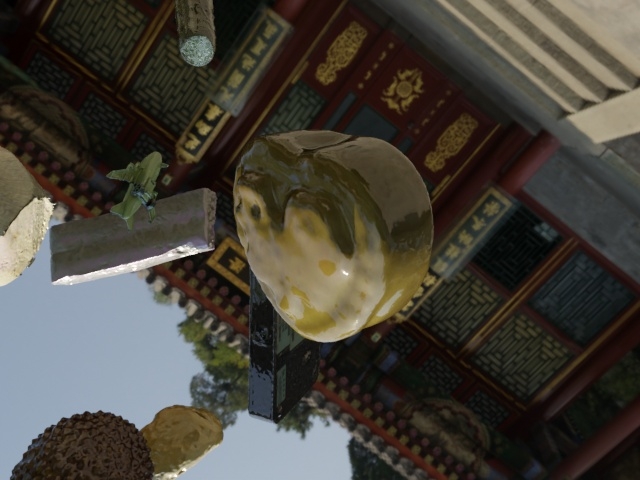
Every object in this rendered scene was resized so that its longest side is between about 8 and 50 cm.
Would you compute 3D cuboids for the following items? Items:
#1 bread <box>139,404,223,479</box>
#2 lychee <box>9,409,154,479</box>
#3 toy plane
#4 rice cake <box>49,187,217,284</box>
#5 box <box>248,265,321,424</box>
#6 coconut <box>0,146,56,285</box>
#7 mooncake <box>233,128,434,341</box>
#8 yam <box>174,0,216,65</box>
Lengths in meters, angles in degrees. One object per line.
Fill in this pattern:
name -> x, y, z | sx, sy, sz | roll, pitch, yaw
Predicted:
bread -> -0.330, 0.437, 1.174 | 0.134, 0.244, 0.244 | 54, -162, 5
lychee -> -0.314, 0.322, 0.751 | 0.188, 0.188, 0.188 | 36, -164, -12
toy plane -> -0.227, -0.068, 0.700 | 0.040, 0.111, 0.102 | 16, 154, 19
rice cake -> -0.313, -0.003, 0.910 | 0.050, 0.298, 0.106 | 51, -153, -73
box -> -0.057, 0.137, 1.014 | 0.058, 0.350, 0.211 | 7, -165, 23
coconut -> -0.259, -0.022, 0.402 | 0.110, 0.110, 0.124 | 40, 164, 3
mooncake -> 0.000, 0.000, 0.579 | 0.117, 0.234, 0.235 | -21, -123, -39
yam -> -0.240, -0.473, 1.019 | 0.083, 0.083, 0.371 | 21, -133, -48
